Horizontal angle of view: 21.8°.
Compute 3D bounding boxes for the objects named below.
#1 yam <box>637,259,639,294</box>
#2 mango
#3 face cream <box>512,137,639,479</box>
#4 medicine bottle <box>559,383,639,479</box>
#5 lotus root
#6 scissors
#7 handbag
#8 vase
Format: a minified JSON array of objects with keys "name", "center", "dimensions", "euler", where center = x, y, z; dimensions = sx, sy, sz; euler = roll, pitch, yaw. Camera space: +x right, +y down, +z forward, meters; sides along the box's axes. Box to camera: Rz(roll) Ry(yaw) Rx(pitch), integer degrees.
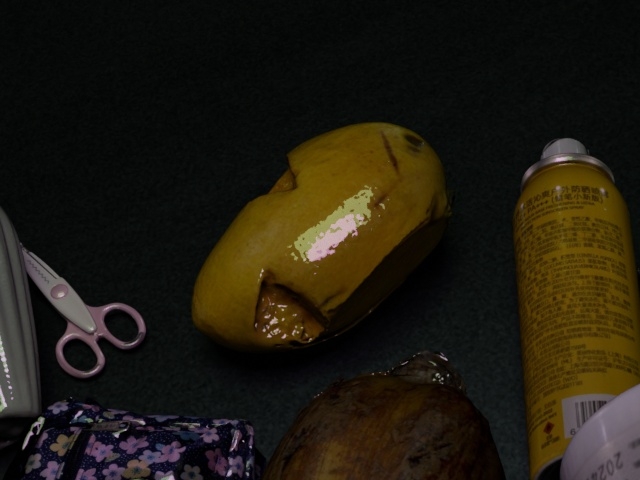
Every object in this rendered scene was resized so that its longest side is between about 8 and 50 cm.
[{"name":"yam","center":[0.341,-0.042,1.380],"dimensions":[0.154,0.254,0.154],"euler":[-1,40,1]},{"name":"mango","center":[0.000,0.000,1.474],"dimensions":[0.167,0.130,0.262],"euler":[32,67,33]},{"name":"face cream","center":[0.217,0.054,1.402],"dimensions":[0.105,0.105,0.348],"euler":[-5,50,7]},{"name":"medicine bottle","center":[0.297,0.235,1.149],"dimensions":[0.238,0.238,0.232],"euler":[-9,49,3]},{"name":"lotus root","center":[0.034,0.243,1.222],"dimensions":[0.196,0.179,0.397],"euler":[17,47,6]},{"name":"scissors","center":[-0.235,0.055,1.537],"dimensions":[0.085,0.022,0.176],"euler":[-36,57,-15]},{"name":"handbag","center":[-0.156,0.228,1.313],"dimensions":[0.208,0.127,0.228],"euler":[3,61,10]},{"name":"vase","center":[-0.312,0.069,1.479],"dimensions":[0.128,0.128,0.248],"euler":[-21,60,-7]}]
